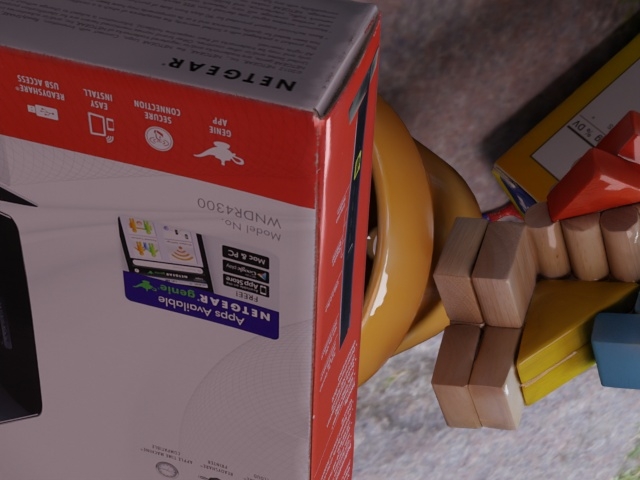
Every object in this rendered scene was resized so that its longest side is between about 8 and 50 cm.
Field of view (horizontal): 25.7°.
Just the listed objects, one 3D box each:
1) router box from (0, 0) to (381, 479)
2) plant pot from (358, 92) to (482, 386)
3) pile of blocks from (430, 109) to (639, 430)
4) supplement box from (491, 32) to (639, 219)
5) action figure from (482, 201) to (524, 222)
[{"bbox_3d":[-0.147,0.007,0.652,0.336,0.082,0.301,12,132,13],"label":"router box"},{"bbox_3d":[0.000,0.000,0.831,0.188,0.205,0.205,6,124,-56],"label":"plant pot"},{"bbox_3d":[0.210,-0.025,0.756,0.362,0.149,0.112,-36,136,-12],"label":"pile of blocks"},{"bbox_3d":[0.334,-0.069,0.966,0.356,0.194,0.195,-41,138,0],"label":"supplement box"},{"bbox_3d":[0.096,0.008,1.014,0.115,0.030,0.038,-21,141,-14],"label":"action figure"}]
